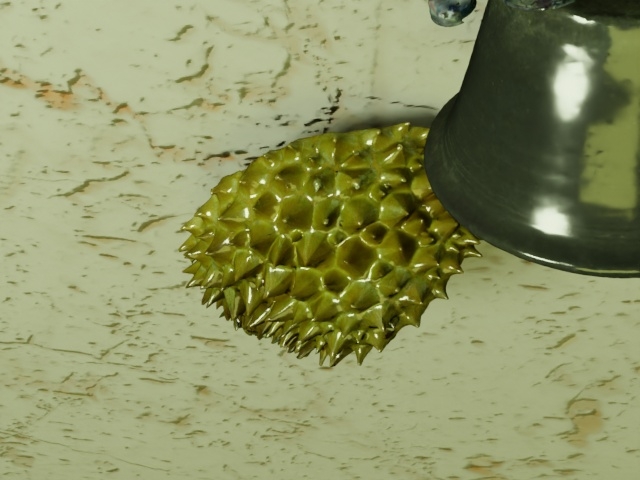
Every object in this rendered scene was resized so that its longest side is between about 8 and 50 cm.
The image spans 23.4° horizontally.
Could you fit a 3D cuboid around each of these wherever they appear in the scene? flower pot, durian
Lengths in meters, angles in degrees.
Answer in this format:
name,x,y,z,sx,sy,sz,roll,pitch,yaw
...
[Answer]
name,x,y,z,sx,sy,sz,roll,pitch,yaw
flower pot,0.176,-0.104,0.912,0.235,0.235,0.148,1,128,7
durian,0.000,0.000,1.168,0.172,0.166,0.306,47,131,-5

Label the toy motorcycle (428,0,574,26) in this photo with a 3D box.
name,x,y,z,sx,sy,sz,roll,pitch,yaw
toy motorcycle,0.078,-0.184,0.840,0.205,0.114,0.076,25,153,35
